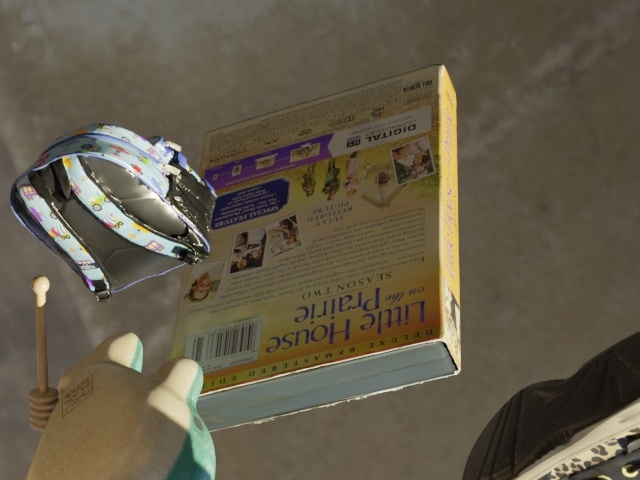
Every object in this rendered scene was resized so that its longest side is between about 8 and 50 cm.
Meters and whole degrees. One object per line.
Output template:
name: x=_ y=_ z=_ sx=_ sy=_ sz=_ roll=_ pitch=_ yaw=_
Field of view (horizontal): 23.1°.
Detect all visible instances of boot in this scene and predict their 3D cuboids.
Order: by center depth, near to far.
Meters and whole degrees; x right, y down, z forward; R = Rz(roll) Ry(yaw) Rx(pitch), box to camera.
boot: x=0.356 y=0.257 z=1.730 sx=0.377 sy=0.284 sz=0.138 roll=-42 pitch=-158 yaw=46

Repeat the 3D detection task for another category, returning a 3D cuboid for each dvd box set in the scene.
dvd box set: x=0.000 y=0.000 z=1.688 sx=0.307 sy=0.062 sz=0.420 roll=-16 pitch=-138 yaw=18

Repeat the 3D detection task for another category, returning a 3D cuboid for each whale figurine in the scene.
whale figurine: x=-0.185 y=0.197 z=1.496 sx=0.216 sy=0.141 sz=0.272 roll=-40 pitch=-153 yaw=6

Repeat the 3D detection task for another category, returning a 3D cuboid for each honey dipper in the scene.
honey dipper: x=-0.277 y=0.111 z=1.553 sx=0.030 sy=0.161 sz=0.030 roll=0 pitch=-161 yaw=0

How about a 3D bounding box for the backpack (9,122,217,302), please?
backpack: x=-0.203 y=-0.043 z=1.502 sx=0.158 sy=0.173 sz=0.117 roll=-22 pitch=-138 yaw=29
